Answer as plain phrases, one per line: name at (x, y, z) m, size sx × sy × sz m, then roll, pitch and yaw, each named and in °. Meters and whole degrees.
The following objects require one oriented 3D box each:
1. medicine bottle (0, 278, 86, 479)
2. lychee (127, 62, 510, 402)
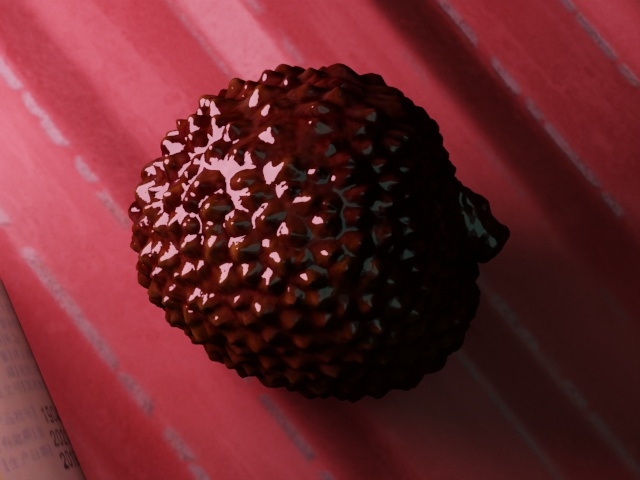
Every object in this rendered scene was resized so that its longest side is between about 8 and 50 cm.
medicine bottle at (-0.352, 0.115, 1.304) m, size 0.213 × 0.213 × 0.379 m, roll -23°, pitch 80°, yaw -14°
lychee at (0.000, 0.000, 1.349) m, size 0.330 × 0.306 × 0.306 m, roll -8°, pitch 76°, yaw 13°
